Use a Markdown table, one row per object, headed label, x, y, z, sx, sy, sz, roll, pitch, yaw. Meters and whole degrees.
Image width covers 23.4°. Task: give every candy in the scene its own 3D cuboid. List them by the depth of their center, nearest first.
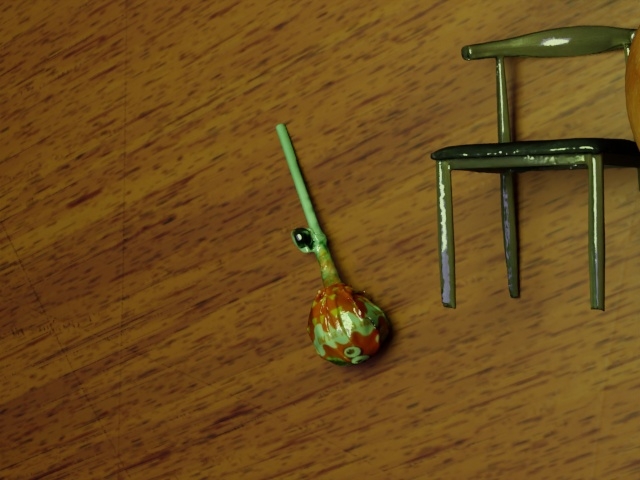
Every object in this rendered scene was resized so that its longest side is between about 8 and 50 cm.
| label | x | y | z | sx | sy | sz | roll | pitch | yaw |
| --- | --- | --- | --- | --- | --- | --- | --- | --- | --- |
| candy | 0.000 | -0.001 | 1.671 | 0.084 | 0.078 | 0.288 | -29 | 69 | 33 |

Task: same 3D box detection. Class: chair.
| label | x | y | z | sx | sy | sz | roll | pitch | yaw |
| --- | --- | --- | --- | --- | --- | --- | --- | --- | --- |
| chair | 0.214 | -0.073 | 1.467 | 0.188 | 0.166 | 0.272 | -2 | 91 | 32 |

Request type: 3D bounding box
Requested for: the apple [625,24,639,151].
| label | x | y | z | sx | sy | sz | roll | pitch | yaw |
| --- | --- | --- | --- | --- | --- | --- | --- | --- | --- |
| apple | 0.386 | -0.150 | 1.313 | 0.272 | 0.206 | 0.251 | -35 | 43 | 27 |
